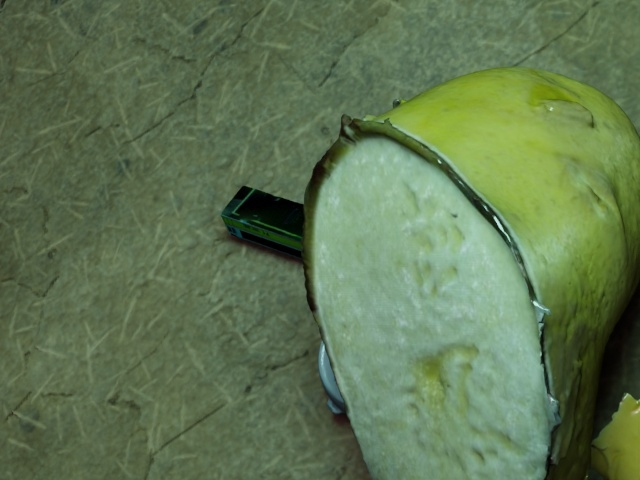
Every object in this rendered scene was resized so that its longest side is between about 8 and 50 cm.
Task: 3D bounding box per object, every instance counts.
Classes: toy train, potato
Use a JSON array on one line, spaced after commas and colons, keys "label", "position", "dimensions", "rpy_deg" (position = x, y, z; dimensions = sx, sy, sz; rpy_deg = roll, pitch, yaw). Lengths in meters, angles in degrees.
[{"label": "toy train", "position": [0.000, 0.000, 1.558], "dimensions": [0.209, 0.042, 0.044], "rpy_deg": [19, 58, 30]}, {"label": "potato", "position": [0.186, 0.041, 1.338], "dimensions": [0.290, 0.296, 0.397], "rpy_deg": [-41, 69, 52]}]

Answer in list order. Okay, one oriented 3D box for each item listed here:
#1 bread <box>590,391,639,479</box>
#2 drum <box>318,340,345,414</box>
[{"label": "bread", "position": [0.315, 0.198, 1.301], "dimensions": [0.134, 0.085, 0.173], "rpy_deg": [-46, 58, 3]}, {"label": "drum", "position": [0.087, 0.162, 1.447], "dimensions": [0.130, 0.049, 0.253], "rpy_deg": [-38, 58, 7]}]
